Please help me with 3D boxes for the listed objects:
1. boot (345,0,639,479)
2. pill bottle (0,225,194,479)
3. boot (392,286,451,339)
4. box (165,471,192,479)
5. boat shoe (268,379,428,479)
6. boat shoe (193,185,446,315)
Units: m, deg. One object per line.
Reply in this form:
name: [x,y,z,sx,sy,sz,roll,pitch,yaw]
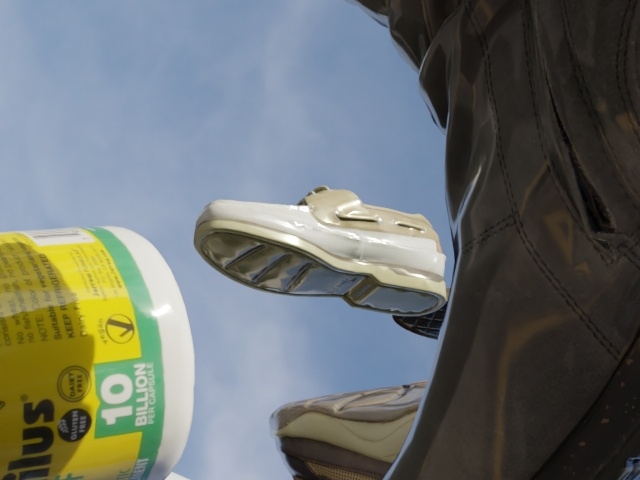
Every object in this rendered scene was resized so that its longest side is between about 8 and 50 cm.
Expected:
boot: [0.062,-0.029,0.456,0.223,0.118,0.338,51,-52,20]
pill bottle: [-0.165,0.058,0.530,0.117,0.208,0.117,9,-79,55]
boot: [0.188,0.071,1.807,0.106,0.219,0.082,-105,-153,-42]
box: [-0.174,0.271,0.957,0.215,0.345,0.168,-59,-152,3]
boat shoe: [0.063,0.151,0.790,0.355,0.132,0.130,162,-78,-69]
boat shoe: [0.000,0.000,1.462,0.113,0.302,0.103,-34,-132,49]
